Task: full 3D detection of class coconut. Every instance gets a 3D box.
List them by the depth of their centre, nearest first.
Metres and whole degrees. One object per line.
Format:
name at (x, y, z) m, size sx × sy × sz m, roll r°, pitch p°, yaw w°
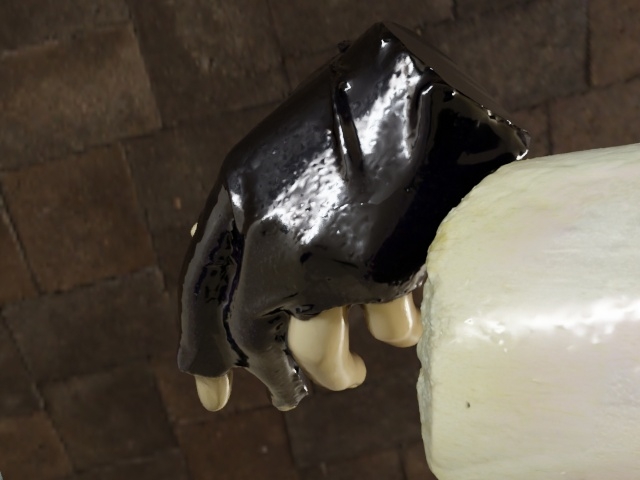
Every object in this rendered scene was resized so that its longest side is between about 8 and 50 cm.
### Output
coconut at (0.194, 0.058, 0.800) m, size 0.244 × 0.239 × 0.239 m, roll -3°, pitch 140°, yaw 28°

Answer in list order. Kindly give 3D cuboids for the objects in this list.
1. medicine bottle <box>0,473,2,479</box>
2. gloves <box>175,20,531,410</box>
medicine bottle at (-0.213, 0.164, 0.767) m, size 0.090 × 0.090 × 0.216 m, roll 6°, pitch 151°, yaw -18°
gloves at (-0.003, -0.005, 0.954) m, size 0.152 × 0.197 × 0.301 m, roll -1°, pitch 127°, yaw -34°
